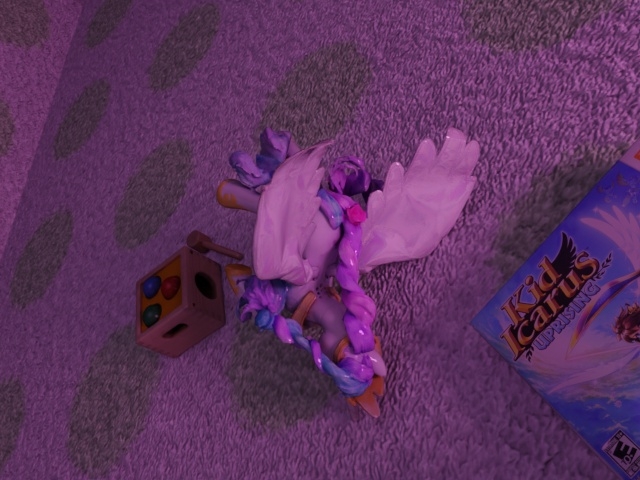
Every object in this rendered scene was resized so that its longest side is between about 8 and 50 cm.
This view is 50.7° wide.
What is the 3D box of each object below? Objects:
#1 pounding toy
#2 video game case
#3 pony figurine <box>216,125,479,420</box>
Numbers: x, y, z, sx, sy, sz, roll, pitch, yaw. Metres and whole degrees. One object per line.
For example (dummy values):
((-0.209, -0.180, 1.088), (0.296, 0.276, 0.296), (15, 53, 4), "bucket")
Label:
((-0.225, 0.057, 1.134), (0.181, 0.094, 0.206), (-34, 46, 24), "pounding toy")
((0.310, 0.061, 0.630), (0.269, 0.061, 0.244), (-50, 40, 9), "video game case")
((0.000, 0.000, 0.855), (0.363, 0.302, 0.351), (43, 130, 46), "pony figurine")
